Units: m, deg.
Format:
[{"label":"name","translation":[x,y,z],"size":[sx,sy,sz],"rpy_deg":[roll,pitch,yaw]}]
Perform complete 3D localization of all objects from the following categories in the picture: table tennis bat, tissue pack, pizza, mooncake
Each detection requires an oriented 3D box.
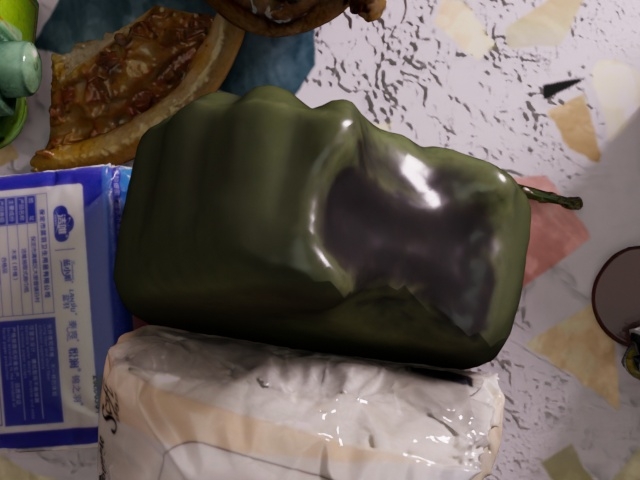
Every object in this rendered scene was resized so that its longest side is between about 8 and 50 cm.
[{"label":"table tennis bat","translation":[0.324,0.031,1.172],"size":[0.098,0.019,0.154],"rpy_deg":[31,92,9]},{"label":"tissue pack","translation":[-0.261,0.067,1.194],"size":[0.209,0.137,0.269],"rpy_deg":[-7,88,7]},{"label":"pizza","translation":[-0.190,-0.156,1.240],"size":[0.271,0.056,0.134],"rpy_deg":[-26,91,4]},{"label":"mooncake","translation":[0.000,0.000,1.065],"size":[0.351,0.351,0.187],"rpy_deg":[4,75,8]},{"label":"tissue pack","translation":[-0.034,0.265,1.073],"size":[0.390,0.195,0.375],"rpy_deg":[13,116,1]}]

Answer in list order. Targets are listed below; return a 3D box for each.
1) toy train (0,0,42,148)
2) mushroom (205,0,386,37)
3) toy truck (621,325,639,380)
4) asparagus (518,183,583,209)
[{"label":"toy train","translation":[-0.410,-0.194,1.228],"size":[0.272,0.159,0.188],"rpy_deg":[-1,75,8]},{"label":"mushroom","translation":[-0.021,-0.323,1.160],"size":[0.263,0.195,0.283],"rpy_deg":[-40,65,11]},{"label":"toy truck","translation":[0.367,0.170,1.111],"size":[0.114,0.098,0.227],"rpy_deg":[-23,88,3]},{"label":"asparagus","translation":[0.194,-0.049,1.197],"size":[0.127,0.018,0.015],"rpy_deg":[13,122,9]}]
